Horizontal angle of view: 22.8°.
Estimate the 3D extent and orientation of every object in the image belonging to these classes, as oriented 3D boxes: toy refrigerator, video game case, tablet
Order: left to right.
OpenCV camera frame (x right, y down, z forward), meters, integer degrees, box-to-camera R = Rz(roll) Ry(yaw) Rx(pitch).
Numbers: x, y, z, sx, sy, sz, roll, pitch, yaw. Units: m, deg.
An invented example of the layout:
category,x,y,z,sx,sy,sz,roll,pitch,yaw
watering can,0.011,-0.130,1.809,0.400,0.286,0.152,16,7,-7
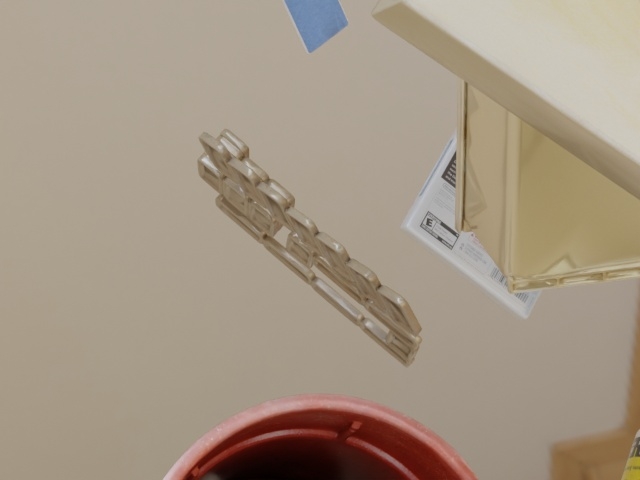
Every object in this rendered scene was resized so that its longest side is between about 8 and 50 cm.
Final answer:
category,x,y,z,sx,sy,sz,roll,pitch,yaw
tablet,-0.007,-0.224,1.521,0.006,0.054,0.083,36,159,48
video game case,0.204,-0.030,1.852,0.173,0.190,0.022,-60,18,-19
toy refrigerator,0.172,-0.099,0.935,0.094,0.269,0.102,-57,8,-2

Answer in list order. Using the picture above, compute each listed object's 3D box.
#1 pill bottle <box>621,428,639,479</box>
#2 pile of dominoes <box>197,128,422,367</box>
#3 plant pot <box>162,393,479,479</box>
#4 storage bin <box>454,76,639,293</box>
category,x,y,z,sx,sy,sz,roll,pitch,yaw
pill bottle,0.348,0.304,1.613,0.119,0.119,0.208,121,171,-73
pile of dominoes,0.000,0.000,1.364,0.251,0.040,0.196,40,168,7
plant pot,-0.026,0.267,1.203,0.265,0.272,0.272,137,121,-72
storage bin,0.242,-0.115,1.187,0.123,0.260,0.262,-115,20,-61
